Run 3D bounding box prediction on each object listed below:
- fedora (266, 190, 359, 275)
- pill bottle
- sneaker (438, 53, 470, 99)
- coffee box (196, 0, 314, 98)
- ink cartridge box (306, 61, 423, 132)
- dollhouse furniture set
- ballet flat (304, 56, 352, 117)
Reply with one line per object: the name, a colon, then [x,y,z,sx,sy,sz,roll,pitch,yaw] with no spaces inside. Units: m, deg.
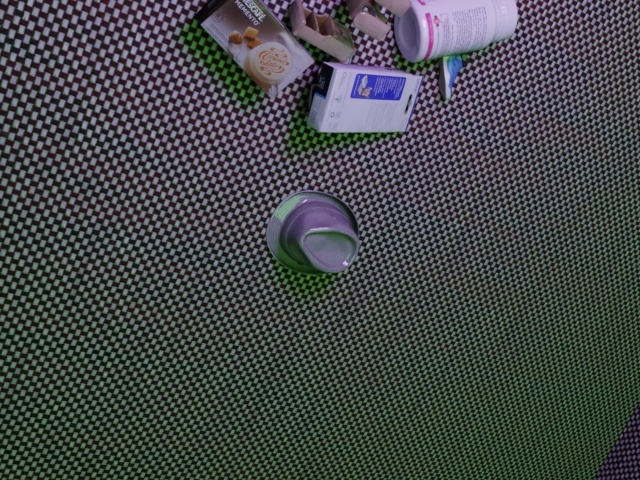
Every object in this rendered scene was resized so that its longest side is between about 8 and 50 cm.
fedora: [0.000,0.000,1.986,0.275,0.124,0.243,30,98,-32]
pill bottle: [0.346,-0.557,1.857,0.283,0.160,0.160,-15,118,-17]
sneaker: [0.366,-0.461,1.971,0.085,0.058,0.152,-12,111,-9]
coffee box: [-0.151,-0.474,1.699,0.141,0.098,0.246,-38,124,12]
ink cartridge box: [0.119,-0.362,1.863,0.333,0.065,0.165,-7,121,-44]
dollhouse furniture set: [0.062,-0.565,1.704,0.161,0.212,0.242,21,130,-32]
ballet flat: [0.016,-0.397,1.843,0.067,0.073,0.206,17,103,-19]
